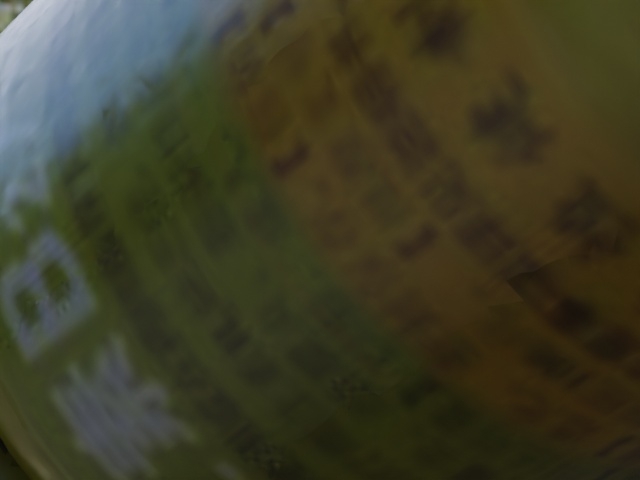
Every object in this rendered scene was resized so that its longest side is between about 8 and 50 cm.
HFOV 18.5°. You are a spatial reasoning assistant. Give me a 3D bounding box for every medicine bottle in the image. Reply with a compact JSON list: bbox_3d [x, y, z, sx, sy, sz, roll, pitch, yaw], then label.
[{"bbox_3d":[0.000,0.000,0.596,0.224,0.224,0.384,11,-36,-41],"label":"medicine bottle"}]
